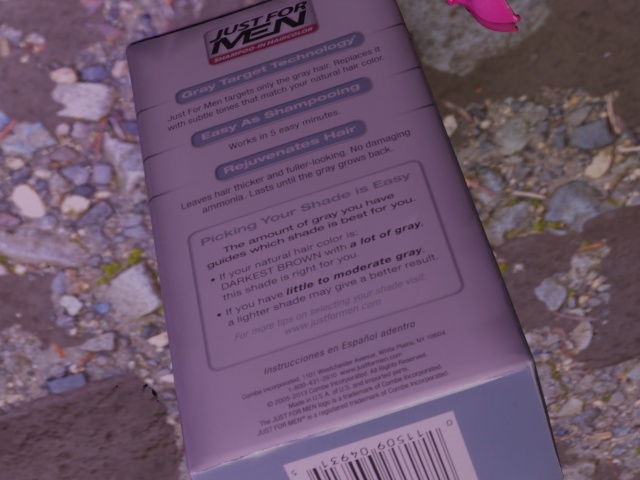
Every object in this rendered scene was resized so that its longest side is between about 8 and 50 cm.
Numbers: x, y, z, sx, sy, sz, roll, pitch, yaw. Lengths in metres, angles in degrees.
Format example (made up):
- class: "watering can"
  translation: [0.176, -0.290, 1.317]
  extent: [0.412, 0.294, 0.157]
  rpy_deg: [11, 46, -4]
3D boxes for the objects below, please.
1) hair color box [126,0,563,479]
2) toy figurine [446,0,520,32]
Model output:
- class: "hair color box"
  translation: [0.000, 0.000, 0.921]
  extent: [0.185, 0.374, 0.113]
  rpy_deg: [-18, 134, 3]
- class: "toy figurine"
  translation: [0.152, -0.202, 0.976]
  extent: [0.173, 0.130, 0.159]
  rpy_deg: [-6, 154, -43]
